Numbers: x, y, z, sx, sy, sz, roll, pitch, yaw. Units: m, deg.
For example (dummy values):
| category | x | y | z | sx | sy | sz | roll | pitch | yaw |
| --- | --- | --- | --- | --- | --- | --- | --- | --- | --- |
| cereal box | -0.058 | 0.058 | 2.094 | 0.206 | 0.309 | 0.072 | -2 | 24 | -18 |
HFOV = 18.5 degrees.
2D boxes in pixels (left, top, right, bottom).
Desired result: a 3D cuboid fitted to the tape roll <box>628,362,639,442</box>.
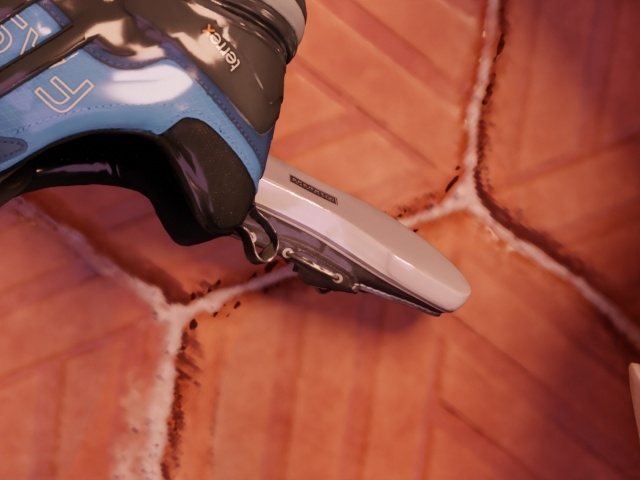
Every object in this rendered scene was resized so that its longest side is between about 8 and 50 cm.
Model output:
| category | x | y | z | sx | sy | sz | roll | pitch | yaw |
| --- | --- | --- | --- | --- | --- | --- | --- | --- | --- |
| tape roll | 0.328 | 0.045 | 0.854 | 0.392 | 0.072 | 0.392 | -8 | 119 | -15 |

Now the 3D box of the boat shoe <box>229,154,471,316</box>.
| category | x | y | z | sx | sy | sz | roll | pitch | yaw |
| --- | --- | --- | --- | --- | --- | --- | --- | --- | --- |
| boat shoe | 0.000 | 0.000 | 0.892 | 0.142 | 0.049 | 0.040 | 29 | 109 | -6 |

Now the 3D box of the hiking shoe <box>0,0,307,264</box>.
| category | x | y | z | sx | sy | sz | roll | pitch | yaw |
| --- | --- | --- | --- | --- | --- | --- | --- | --- | --- |
| hiking shoe | -0.158 | -0.079 | 0.807 | 0.304 | 0.113 | 0.132 | 9 | 72 | -6 |
